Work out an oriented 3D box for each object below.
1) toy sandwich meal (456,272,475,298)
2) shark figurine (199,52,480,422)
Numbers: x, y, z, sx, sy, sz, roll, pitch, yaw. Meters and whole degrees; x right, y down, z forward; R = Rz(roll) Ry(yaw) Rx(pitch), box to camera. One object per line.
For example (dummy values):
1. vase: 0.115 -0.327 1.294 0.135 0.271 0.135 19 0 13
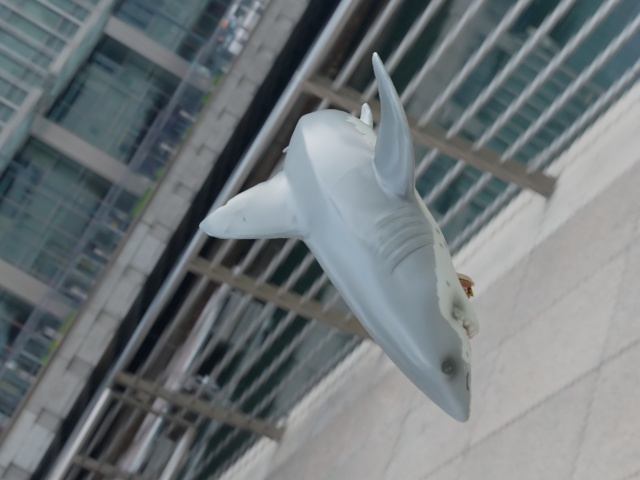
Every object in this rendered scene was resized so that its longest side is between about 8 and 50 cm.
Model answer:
1. toy sandwich meal: 0.145 0.054 1.312 0.085 0.085 0.029 147 133 -75
2. shark figurine: -0.010 -0.023 0.610 0.116 0.166 0.278 -21 24 -6
